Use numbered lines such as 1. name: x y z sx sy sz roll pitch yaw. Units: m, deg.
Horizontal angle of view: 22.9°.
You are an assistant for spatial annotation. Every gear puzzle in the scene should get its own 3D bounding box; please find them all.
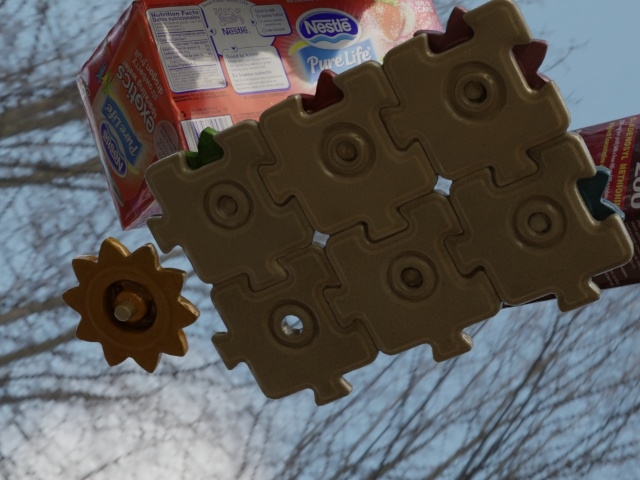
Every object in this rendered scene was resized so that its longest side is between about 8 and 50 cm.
1. gear puzzle: 0.000 0.000 0.902 0.339 0.044 0.175 -23 -78 23

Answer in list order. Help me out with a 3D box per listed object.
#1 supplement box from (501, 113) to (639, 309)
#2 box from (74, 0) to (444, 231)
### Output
1. supplement box: 0.233 -0.031 1.230 0.239 0.130 0.073 -13 -53 29
2. box: -0.030 -0.100 1.150 0.122 0.257 0.128 -37 -112 52
